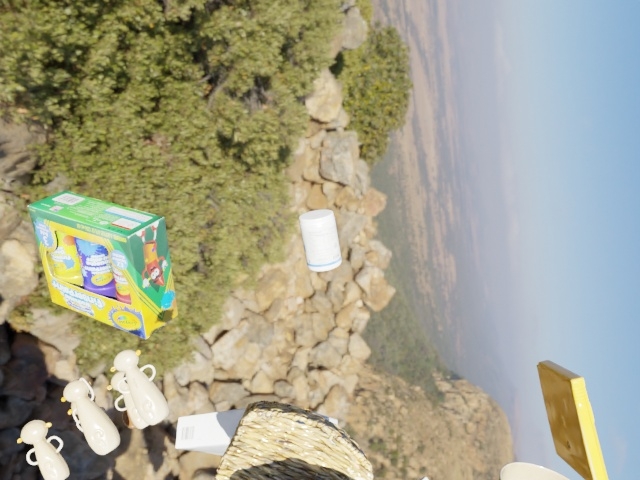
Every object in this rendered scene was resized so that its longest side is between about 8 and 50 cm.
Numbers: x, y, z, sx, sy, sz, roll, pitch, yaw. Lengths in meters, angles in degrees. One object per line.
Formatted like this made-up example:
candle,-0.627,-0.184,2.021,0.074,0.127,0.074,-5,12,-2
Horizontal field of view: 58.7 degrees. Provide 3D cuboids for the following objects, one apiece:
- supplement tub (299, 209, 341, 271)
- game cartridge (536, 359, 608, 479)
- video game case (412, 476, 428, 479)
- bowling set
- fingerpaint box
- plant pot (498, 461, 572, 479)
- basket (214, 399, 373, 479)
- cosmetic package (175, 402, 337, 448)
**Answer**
supplement tub,0.000,0.000,1.104,0.071,0.071,0.107,-50,132,-64
game cartridge,0.768,0.548,1.750,0.285,0.052,0.324,-41,120,-90
video game case,0.267,0.712,1.452,0.023,0.183,0.201,-25,76,-41
bowling set,-0.441,0.341,1.155,0.154,0.287,0.200,59,-7,3
fingerpaint box,-0.702,0.072,1.841,0.163,0.444,0.371,-41,139,-51
plant pot,0.544,0.761,1.447,0.256,0.256,0.274,-26,131,-70
basket,-0.050,0.470,1.226,0.223,0.299,0.213,99,16,-81
cosmetic package,-0.179,0.559,1.646,0.284,0.377,0.097,41,42,-49
